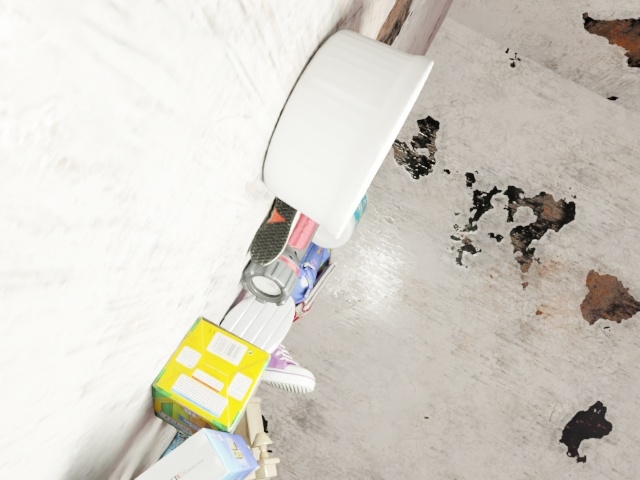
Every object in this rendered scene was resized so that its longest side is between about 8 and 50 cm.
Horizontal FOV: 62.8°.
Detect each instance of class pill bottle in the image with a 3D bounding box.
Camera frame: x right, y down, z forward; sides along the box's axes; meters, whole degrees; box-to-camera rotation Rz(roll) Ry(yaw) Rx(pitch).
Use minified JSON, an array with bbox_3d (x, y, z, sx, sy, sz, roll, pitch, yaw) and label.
[{"bbox_3d":[0.053,-0.098,1.516,0.146,0.146,0.264,-63,177,35],"label":"pill bottle"}]

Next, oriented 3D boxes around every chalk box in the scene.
[{"bbox_3d":[-0.179,0.245,0.847,0.132,0.132,0.213,-60,175,-36],"label":"chalk box"}]

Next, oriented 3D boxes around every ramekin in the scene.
[{"bbox_3d":[0.033,-0.154,0.742,0.277,0.135,0.277,-61,177,-6],"label":"ramekin"}]

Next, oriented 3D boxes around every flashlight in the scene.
[{"bbox_3d":[-0.054,-0.010,1.074,0.103,0.103,0.304,-26,-152,44],"label":"flashlight"}]

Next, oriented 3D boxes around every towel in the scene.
[{"bbox_3d":[-0.097,0.200,1.534,0.329,0.037,0.237,-37,-172,35],"label":"towel"}]

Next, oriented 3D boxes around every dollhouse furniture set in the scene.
[{"bbox_3d":[-0.276,0.416,1.047,0.303,0.174,0.355,-26,152,27],"label":"dollhouse furniture set"}]

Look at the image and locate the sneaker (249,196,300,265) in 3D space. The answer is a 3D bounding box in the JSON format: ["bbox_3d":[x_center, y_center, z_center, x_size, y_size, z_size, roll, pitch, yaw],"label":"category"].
[{"bbox_3d":[-0.068,-0.028,0.928,0.161,0.057,0.075,-64,171,4],"label":"sneaker"}]

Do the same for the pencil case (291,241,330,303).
[{"bbox_3d":[-0.053,0.067,1.460,0.133,0.119,0.306,-43,-175,21],"label":"pencil case"}]

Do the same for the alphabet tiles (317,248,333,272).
[{"bbox_3d":[0.000,0.000,1.686,0.198,0.009,0.237,161,-61,-64],"label":"alphabet tiles"}]

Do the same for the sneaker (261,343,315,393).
[{"bbox_3d":[-0.113,0.238,1.169,0.102,0.282,0.161,43,61,-46],"label":"sneaker"}]

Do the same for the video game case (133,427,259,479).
[{"bbox_3d":[-0.205,0.338,0.651,0.244,0.061,0.269,-35,161,-12],"label":"video game case"}]

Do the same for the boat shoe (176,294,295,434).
[{"bbox_3d":[-0.184,0.234,1.067,0.335,0.121,0.119,-49,180,-19],"label":"boat shoe"}]

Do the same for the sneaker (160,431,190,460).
[{"bbox_3d":[-0.339,0.487,1.266,0.162,0.063,0.073,-64,163,-78],"label":"sneaker"}]
